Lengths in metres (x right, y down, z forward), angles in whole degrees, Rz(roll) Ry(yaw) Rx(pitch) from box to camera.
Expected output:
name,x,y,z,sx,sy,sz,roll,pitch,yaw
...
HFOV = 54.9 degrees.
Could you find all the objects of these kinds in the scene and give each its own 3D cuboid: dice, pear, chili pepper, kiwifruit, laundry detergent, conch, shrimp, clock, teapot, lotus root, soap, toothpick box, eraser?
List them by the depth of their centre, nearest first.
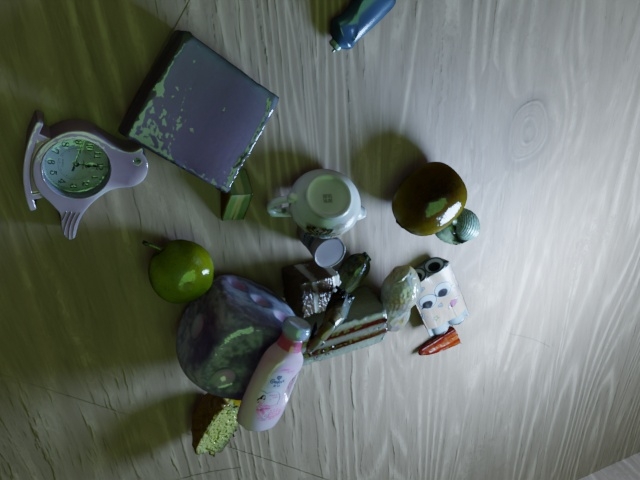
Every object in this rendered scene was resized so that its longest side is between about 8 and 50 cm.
name,x,y,z,sx,sy,sz,roll,pitch,yaw
soap,-0.285,-0.305,1.485,0.296,0.107,0.286,31,92,-37
clock,-0.575,-0.142,1.497,0.275,0.080,0.291,7,117,-29
laundry detergent,0.094,-0.562,1.565,0.206,0.061,0.096,-46,136,8
pear,-0.393,0.067,1.678,0.180,0.166,0.216,-33,107,13
laundry detergent,-0.117,0.364,1.686,0.159,0.087,0.335,4,116,-48
teapot,-0.001,-0.102,1.746,0.297,0.205,0.139,5,163,-10
shrimp,0.022,0.243,1.781,0.075,0.289,0.178,36,113,-6
dice,-0.242,0.282,1.802,0.271,0.270,0.270,22,109,-35
toothpick box,0.000,0.000,1.817,0.098,0.149,0.099,-12,124,-19
kiwifruit,0.326,-0.122,1.874,0.234,0.196,0.196,-37,129,5
lotus root,0.096,0.107,1.975,0.179,0.080,0.089,-52,149,17
conch,0.447,-0.052,2.031,0.153,0.102,0.135,33,117,-4
eraser,0.412,0.199,2.181,0.171,0.087,0.291,-29,128,0
chili pepper,0.445,0.394,2.341,0.168,0.065,0.088,-27,127,-3

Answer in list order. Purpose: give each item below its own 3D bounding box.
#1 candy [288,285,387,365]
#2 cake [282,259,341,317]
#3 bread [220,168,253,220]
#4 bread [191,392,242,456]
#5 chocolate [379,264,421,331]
name,x,y,z,sx,sy,sz,roll,pitch,yaw
candy,0.048,0.272,1.995,0.320,0.179,0.135,-13,123,-19
cake,-0.028,0.143,1.912,0.147,0.134,0.135,-21,125,-26
bread,-0.241,-0.124,1.711,0.073,0.084,0.139,-8,154,-22
bread,-0.345,0.587,2.031,0.143,0.139,0.229,19,111,-36
chocolate,0.254,0.200,2.040,0.134,0.134,0.309,-12,142,-18
